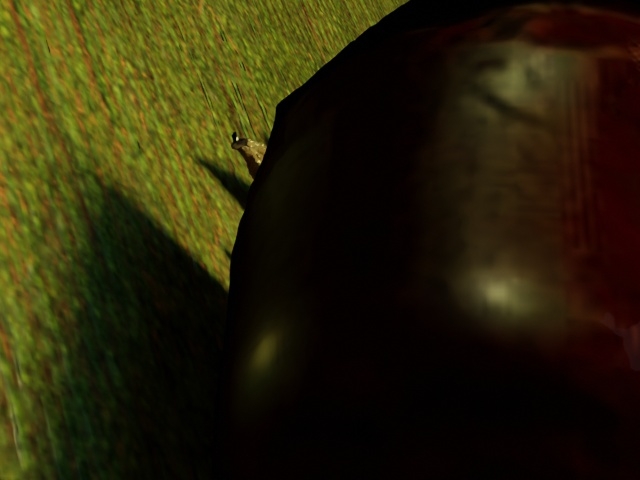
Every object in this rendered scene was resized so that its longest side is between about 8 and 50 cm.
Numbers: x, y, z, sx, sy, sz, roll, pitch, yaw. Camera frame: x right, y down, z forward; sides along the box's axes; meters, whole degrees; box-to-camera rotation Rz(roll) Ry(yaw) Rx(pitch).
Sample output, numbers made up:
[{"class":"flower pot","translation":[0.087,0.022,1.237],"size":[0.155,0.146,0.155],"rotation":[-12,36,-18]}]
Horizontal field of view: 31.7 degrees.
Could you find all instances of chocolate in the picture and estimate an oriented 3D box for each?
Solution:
[{"class":"chocolate","translation":[0.121,0.083,0.586],"size":[0.383,0.383,0.331],"rotation":[50,22,-27]}]

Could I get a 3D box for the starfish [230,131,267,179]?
[{"class":"starfish","translation":[-0.001,0.000,0.870],"size":[0.227,0.043,0.240],"rotation":[22,45,-56]}]
